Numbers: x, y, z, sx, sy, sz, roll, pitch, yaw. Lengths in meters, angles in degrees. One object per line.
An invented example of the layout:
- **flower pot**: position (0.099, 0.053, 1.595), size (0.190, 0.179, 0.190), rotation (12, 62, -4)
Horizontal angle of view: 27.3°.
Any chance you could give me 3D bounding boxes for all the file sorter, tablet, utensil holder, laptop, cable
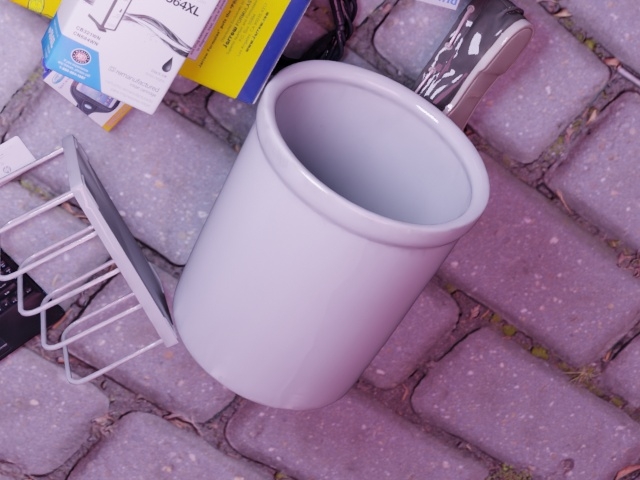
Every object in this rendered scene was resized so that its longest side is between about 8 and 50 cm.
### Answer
- **file sorter**: position (-0.348, 0.034, 1.849), size (0.173, 0.193, 0.278), rotation (-28, 118, 0)
- **tablet**: position (-0.450, -0.108, 1.865), size (0.083, 0.006, 0.054), rotation (-30, 123, 4)
- **utensil holder**: position (0.000, 0.000, 1.825), size (0.327, 0.328, 0.385), rotation (13, 131, -21)
- **laptop**: position (-0.538, 0.119, 1.897), size (0.234, 0.136, 0.264), rotation (-34, 122, 7)
- **cable**: position (-0.011, -0.304, 1.826), size (0.150, 0.047, 0.184), rotation (8, 119, -39)

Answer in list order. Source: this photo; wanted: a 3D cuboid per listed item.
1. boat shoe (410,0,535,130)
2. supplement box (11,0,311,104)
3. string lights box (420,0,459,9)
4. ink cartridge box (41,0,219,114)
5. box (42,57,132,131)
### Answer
- **boat shoe**: position (0.176, -0.218, 1.930), size (0.335, 0.095, 0.112), rotation (-49, 155, 19)
- **supplement box**: position (-0.213, -0.352, 1.675), size (0.356, 0.194, 0.195), rotation (22, 112, -24)
- **string lights box**: position (0.177, -0.455, 1.753), size (0.076, 0.133, 0.260), rotation (11, 116, -21)
- **ink cartridge box**: position (-0.217, -0.274, 1.552), size (0.148, 0.086, 0.203), rotation (23, 112, -25)
- **box**: position (-0.318, -0.222, 1.822), size (0.081, 0.028, 0.136), rotation (-44, 122, 12)
